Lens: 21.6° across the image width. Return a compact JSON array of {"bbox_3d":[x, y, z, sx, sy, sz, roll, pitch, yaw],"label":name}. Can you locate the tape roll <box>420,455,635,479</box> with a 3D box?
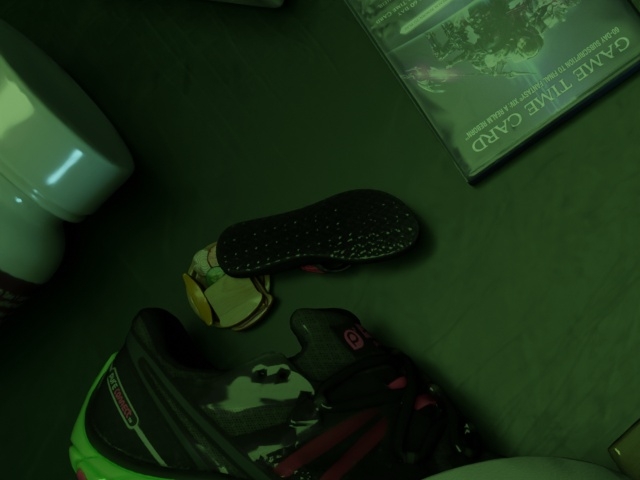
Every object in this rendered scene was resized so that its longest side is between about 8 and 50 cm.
[{"bbox_3d":[0.122,0.337,1.191,0.392,0.392,0.072,-48,30,6],"label":"tape roll"}]

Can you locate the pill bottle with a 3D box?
[{"bbox_3d":[-0.363,0.004,1.433,0.392,0.224,0.224,-42,74,7],"label":"pill bottle"}]

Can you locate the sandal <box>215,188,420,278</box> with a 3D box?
[{"bbox_3d":[0.000,0.000,1.420,0.179,0.040,0.067,-9,60,18],"label":"sandal"}]

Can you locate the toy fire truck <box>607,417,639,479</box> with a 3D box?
[{"bbox_3d":[0.363,0.137,1.250,0.246,0.158,0.217,-34,75,22],"label":"toy fire truck"}]

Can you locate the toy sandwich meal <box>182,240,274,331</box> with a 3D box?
[{"bbox_3d":[-0.081,0.039,1.445,0.085,0.029,0.086,-2,82,16],"label":"toy sandwich meal"}]

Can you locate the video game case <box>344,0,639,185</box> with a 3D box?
[{"bbox_3d":[0.131,-0.212,1.418,0.196,0.026,0.274,-35,76,10],"label":"video game case"}]

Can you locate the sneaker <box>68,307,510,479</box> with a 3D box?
[{"bbox_3d":[0.032,0.159,1.319,0.482,0.185,0.202,12,84,14],"label":"sneaker"}]

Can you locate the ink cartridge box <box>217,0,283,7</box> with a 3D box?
[{"bbox_3d":[-0.104,-0.395,1.452,0.207,0.119,0.354,11,86,24],"label":"ink cartridge box"}]
